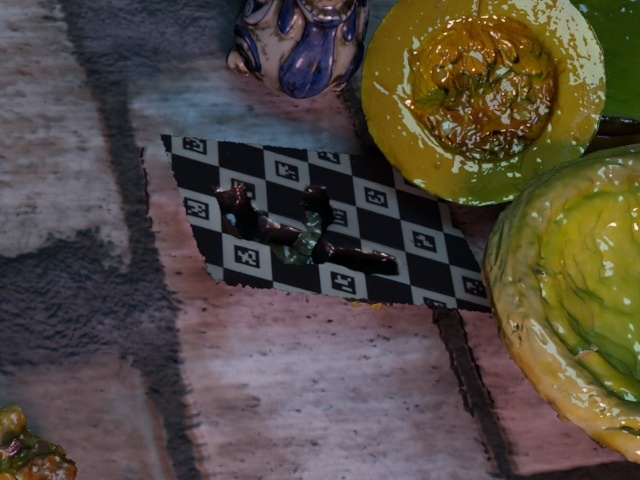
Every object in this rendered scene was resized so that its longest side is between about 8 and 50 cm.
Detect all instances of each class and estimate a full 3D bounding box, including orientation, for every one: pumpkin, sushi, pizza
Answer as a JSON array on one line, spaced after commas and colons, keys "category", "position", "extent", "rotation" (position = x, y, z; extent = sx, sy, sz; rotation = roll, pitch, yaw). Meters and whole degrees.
[{"category": "pumpkin", "position": [0.147, -0.126, 1.620], "extent": [0.217, 0.110, 0.217], "rotation": [-1, 75, 5]}, {"category": "sushi", "position": [0.000, 0.000, 1.542], "extent": [0.279, 0.043, 0.192], "rotation": [5, 43, -30]}, {"category": "pizza", "position": [-0.221, 0.221, 1.292], "extent": [0.127, 0.058, 0.246], "rotation": [9, 52, -10]}]

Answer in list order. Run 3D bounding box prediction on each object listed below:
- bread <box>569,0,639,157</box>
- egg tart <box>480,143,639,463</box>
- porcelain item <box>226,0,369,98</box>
[{"category": "bread", "position": [0.254, -0.172, 1.744], "extent": [0.236, 0.070, 0.236], "rotation": [8, 50, -10]}, {"category": "egg tart", "position": [0.294, 0.075, 1.512], "extent": [0.345, 0.132, 0.345], "rotation": [8, 50, -9]}, {"category": "porcelain item", "position": [-0.015, -0.268, 1.670], "extent": [0.138, 0.186, 0.288], "rotation": [8, 49, -8]}]
